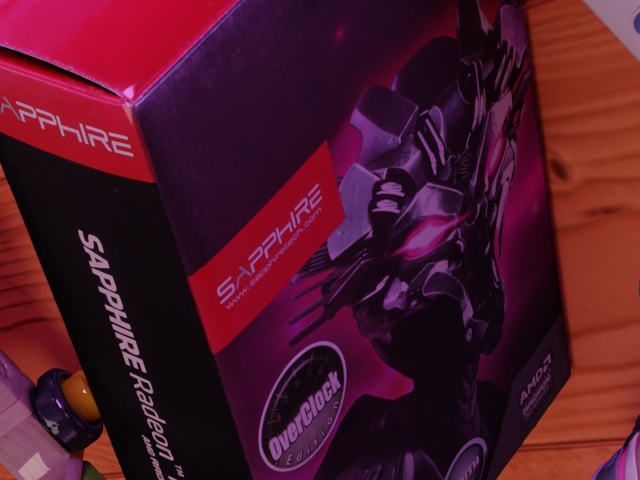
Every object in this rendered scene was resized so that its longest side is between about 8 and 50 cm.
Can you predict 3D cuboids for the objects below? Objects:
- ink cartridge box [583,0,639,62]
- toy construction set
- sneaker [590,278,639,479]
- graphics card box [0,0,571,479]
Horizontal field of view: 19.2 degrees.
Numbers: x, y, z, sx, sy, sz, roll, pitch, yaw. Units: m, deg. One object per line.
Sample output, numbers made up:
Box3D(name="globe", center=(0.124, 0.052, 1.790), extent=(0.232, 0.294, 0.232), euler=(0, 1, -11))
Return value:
Box3D(name="ink cartridge box", center=(0.123, -0.157, 0.610), extent=(0.311, 0.065, 0.185), euler=(45, 147, -22))
Box3D(name="toy construction set", center=(-0.285, 0.127, 1.309), extent=(0.237, 0.257, 0.309), euler=(42, 171, -25))
Box3D(name="sneaker", center=(0.180, 0.071, 0.811), extent=(0.123, 0.178, 0.295), euler=(9, -176, -2))
Box3D(name="graphics card box", center=(0.000, 0.000, 0.805), extent=(0.094, 0.233, 0.371), euler=(20, 141, 30))
